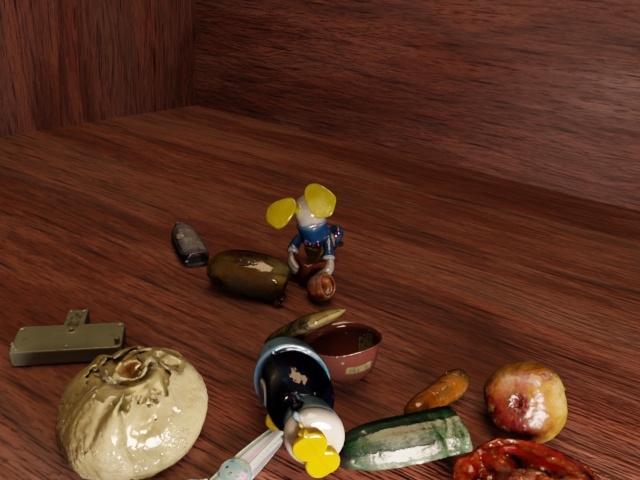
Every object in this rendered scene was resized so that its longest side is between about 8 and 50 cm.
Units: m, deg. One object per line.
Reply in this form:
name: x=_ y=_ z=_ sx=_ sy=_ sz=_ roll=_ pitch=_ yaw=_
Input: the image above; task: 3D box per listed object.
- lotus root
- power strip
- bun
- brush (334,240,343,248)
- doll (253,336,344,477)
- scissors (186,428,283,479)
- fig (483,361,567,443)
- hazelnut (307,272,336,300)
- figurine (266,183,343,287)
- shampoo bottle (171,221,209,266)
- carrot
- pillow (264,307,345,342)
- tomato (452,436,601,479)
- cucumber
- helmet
lotus root: x=-0.196 y=0.088 z=1.323 sx=0.241 sy=0.122 sz=0.124 roll=13 pitch=17 yaw=7
power strip: x=-0.544 y=0.203 z=1.060 sx=0.216 sy=0.061 sz=0.145 roll=0 pitch=27 yaw=-16
bun: x=-0.328 y=0.284 z=0.851 sx=0.260 sy=0.152 sz=0.259 roll=6 pitch=23 yaw=-3
brush: x=0.057 y=0.019 z=1.662 sx=0.024 sy=0.008 sz=0.083 roll=20 pitch=29 yaw=22
doll: x=-0.044 y=0.285 z=0.888 sx=0.141 sy=0.177 sz=0.314 roll=-31 pitch=23 yaw=-2
scissors: x=-0.146 y=0.395 z=0.803 sx=0.125 sy=0.030 sz=0.256 roll=20 pitch=27 yaw=28
fig: x=0.456 y=0.327 z=1.014 sx=0.257 sy=0.159 sz=0.159 roll=8 pitch=19 yaw=-43
hazelnut: x=0.003 y=0.129 z=1.336 sx=0.087 sy=0.086 sz=0.086 roll=6 pitch=26 yaw=-3
figurine: x=0.000 y=0.000 z=1.442 sx=0.205 sy=0.283 sz=0.338 roll=-1 pitch=-5 yaw=20
shampoo bottle: x=-0.416 y=0.007 z=1.514 sx=0.087 sy=0.049 sz=0.234 roll=-8 pitch=30 yaw=-26
carrot: x=0.246 y=0.328 z=1.019 sx=0.186 sy=0.060 sz=0.060 roll=-20 pitch=36 yaw=-32
pillow: x=-0.040 y=0.195 z=1.110 sx=0.113 sy=0.038 sz=0.203 roll=-14 pitch=-11 yaw=-40
tomato: x=0.337 y=0.425 z=0.792 sx=0.228 sy=0.101 sz=0.228 roll=-8 pitch=12 yaw=2
cucumber: x=0.137 y=0.357 z=0.878 sx=0.244 sy=0.063 sz=0.115 roll=-9 pitch=10 yaw=-14
helmet: x=0.047 y=0.256 z=1.051 sx=0.175 sy=0.106 sz=0.155 roll=-7 pitch=15 yaw=-30
